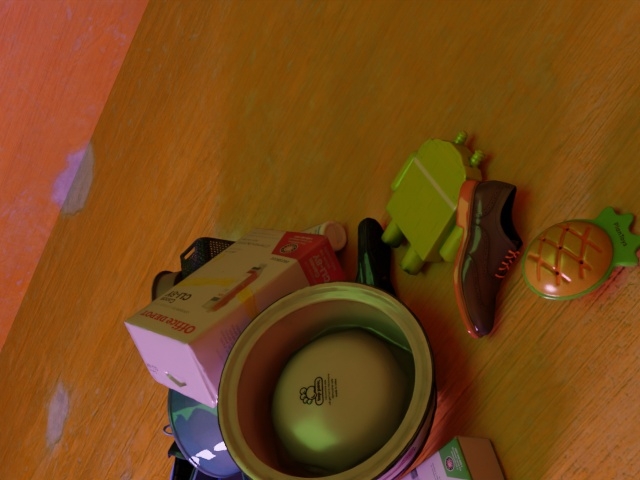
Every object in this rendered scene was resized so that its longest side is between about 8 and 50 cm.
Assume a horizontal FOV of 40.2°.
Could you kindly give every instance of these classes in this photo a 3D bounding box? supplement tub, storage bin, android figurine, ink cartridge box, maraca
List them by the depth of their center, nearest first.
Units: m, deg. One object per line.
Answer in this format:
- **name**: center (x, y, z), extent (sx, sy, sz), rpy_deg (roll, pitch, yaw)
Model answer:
- **maraca**: center (0.395, 0.020, 1.324), extent (0.185, 0.099, 0.127), rpy_deg (-27, 59, 18)
- **ink cartridge box**: center (0.216, 0.445, 1.470), extent (0.208, 0.087, 0.153), rpy_deg (-48, 46, 38)
- **android figurine**: center (0.213, -0.075, 1.635), extent (0.273, 0.056, 0.248), rpy_deg (-61, 39, 26)
- **ink cartridge box**: center (-0.170, 0.144, 1.822), extent (0.279, 0.384, 0.160), rpy_deg (8, 128, 52)
- **supplement tub**: center (0.000, 0.000, 1.904), extent (0.107, 0.071, 0.071), rpy_deg (-19, 66, 52)
- **storage bin**: center (-0.239, 0.064, 2.128), extent (0.122, 0.180, 0.084), rpy_deg (-39, 53, 44)

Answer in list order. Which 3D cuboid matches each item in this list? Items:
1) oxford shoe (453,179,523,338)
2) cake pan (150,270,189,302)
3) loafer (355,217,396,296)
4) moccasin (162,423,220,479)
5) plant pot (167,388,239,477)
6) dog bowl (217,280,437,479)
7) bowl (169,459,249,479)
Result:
- **oxford shoe**: center (0.286, 0.033, 1.476), extent (0.098, 0.097, 0.271), rpy_deg (1, 94, 31)
- **cake pan**: center (-0.311, 0.200, 2.143), extent (0.054, 0.293, 0.293), rpy_deg (-24, 58, 15)
- **loafer**: center (0.099, 0.064, 1.741), extent (0.078, 0.076, 0.223), rpy_deg (-24, 66, 41)
- **moccasin**: center (-0.292, 0.494, 2.017), extent (0.138, 0.117, 0.342), rpy_deg (-21, 65, 51)
- **plant pot**: center (-0.141, 0.343, 1.875), extent (0.255, 0.271, 0.272), rpy_deg (-26, 60, 32)
- **dog bowl**: center (0.027, 0.284, 1.585), extent (0.408, 0.150, 0.408), rpy_deg (-11, 57, 18)
- **bowl**: center (-0.247, 0.638, 2.087), extent (0.391, 0.077, 0.391), rpy_deg (-18, 68, 52)
